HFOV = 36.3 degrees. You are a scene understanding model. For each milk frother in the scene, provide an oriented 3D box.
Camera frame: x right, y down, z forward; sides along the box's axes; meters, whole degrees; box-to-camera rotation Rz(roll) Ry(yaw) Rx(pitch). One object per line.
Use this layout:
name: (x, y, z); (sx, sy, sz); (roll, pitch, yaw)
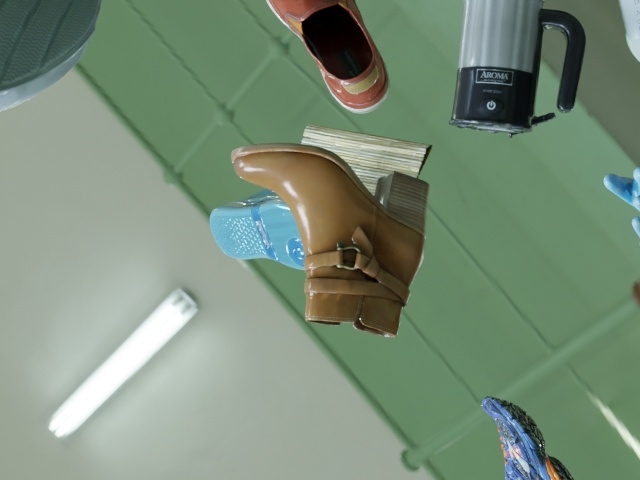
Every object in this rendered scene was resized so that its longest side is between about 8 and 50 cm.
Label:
milk frother: (0.195, -0.177, 1.007); (0.129, 0.135, 0.143); (6, -178, -6)

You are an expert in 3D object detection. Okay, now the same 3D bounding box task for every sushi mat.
sushi mat: (0.059, -0.132, 1.829); (0.019, 0.316, 0.152); (25, -97, -47)

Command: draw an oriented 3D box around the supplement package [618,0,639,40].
supplement package: (0.368, -0.377, 0.959); (0.198, 0.199, 0.263); (-76, -32, -51)

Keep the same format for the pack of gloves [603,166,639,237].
pack of gloves: (0.312, -0.087, 0.963); (0.232, 0.046, 0.195); (30, -113, -68)

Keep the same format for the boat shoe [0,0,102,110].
boat shoe: (-0.227, -0.188, 0.784); (0.109, 0.094, 0.302); (29, -136, -12)

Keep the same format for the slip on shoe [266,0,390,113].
slip on shoe: (0.000, -0.345, 1.477); (0.331, 0.123, 0.101); (61, -178, 17)

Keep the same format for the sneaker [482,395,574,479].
sneaker: (0.320, 0.345, 1.562); (0.083, 0.087, 0.221); (23, -150, -58)

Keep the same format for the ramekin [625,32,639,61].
ramekin: (0.626, -0.345, 1.513); (0.303, 0.303, 0.148); (27, -100, -26)

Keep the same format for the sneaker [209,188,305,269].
sneaker: (-0.022, -0.050, 1.658); (0.208, 0.319, 0.127); (-32, -63, -37)

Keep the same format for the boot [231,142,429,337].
boot: (0.000, 0.000, 1.292); (0.283, 0.109, 0.220); (16, -101, -15)
